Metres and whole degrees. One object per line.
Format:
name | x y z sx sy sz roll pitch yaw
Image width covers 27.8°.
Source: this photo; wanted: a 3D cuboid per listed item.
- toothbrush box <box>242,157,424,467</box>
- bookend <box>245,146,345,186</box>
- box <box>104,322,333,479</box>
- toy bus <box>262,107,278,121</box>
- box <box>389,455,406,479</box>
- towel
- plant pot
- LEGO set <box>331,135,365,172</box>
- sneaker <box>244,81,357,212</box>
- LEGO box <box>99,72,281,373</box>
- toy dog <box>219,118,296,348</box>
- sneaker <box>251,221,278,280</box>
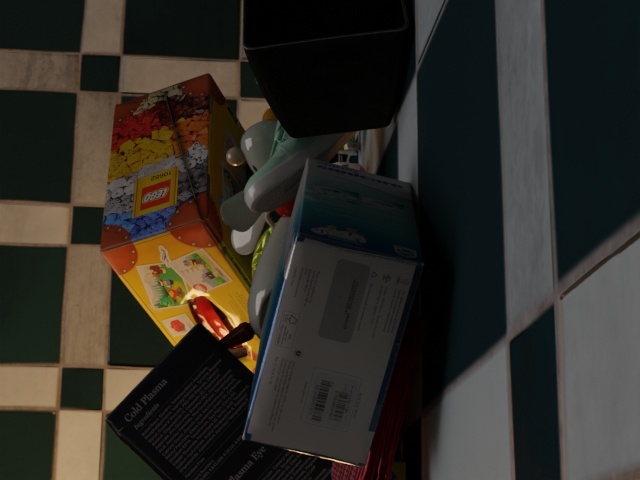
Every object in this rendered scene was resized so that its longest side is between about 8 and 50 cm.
toothbrush box | 0.013 0.061 1.319 0.295 0.126 0.216 -90 14 -73
bookend | -0.044 -0.124 2.152 0.156 0.157 0.072 116 156 -79
box | -0.117 0.302 1.783 0.179 0.312 0.343 -47 -4 -13
toy bus | -0.068 -0.175 2.717 0.333 0.108 0.130 -101 15 -70
box | 0.065 0.290 1.444 0.179 0.043 0.105 131 141 -85
towel | 0.059 0.176 1.384 0.275 0.031 0.199 132 154 -82
plant pot | 0.013 -0.231 1.555 0.187 0.188 0.167 -94 -5 -45
LEGO set | 0.035 -0.222 1.860 0.132 0.107 0.287 9 94 50
sneaker | -0.054 -0.148 1.670 0.256 0.151 0.094 -47 -8 -36
LEGO box | -0.179 0.018 2.308 0.372 0.193 0.500 -93 -20 -44
toy dog | -0.082 0.021 1.752 0.220 0.161 0.334 78 179 -62
sneaker | -0.040 0.072 2.115 0.123 0.109 0.295 -78 -18 -47
